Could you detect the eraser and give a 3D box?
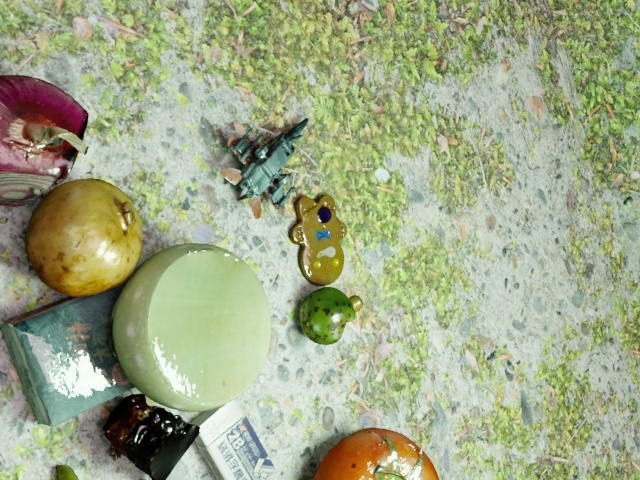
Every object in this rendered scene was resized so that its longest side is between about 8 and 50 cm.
[{"bbox_3d":[-0.205,0.479,1.882,0.124,0.068,0.210,-36,108,-30],"label":"eraser"}]

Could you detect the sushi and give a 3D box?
[{"bbox_3d":[-0.372,0.407,1.708,0.150,0.172,0.153,34,82,16],"label":"sushi"}]

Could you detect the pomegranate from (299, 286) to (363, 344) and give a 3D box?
[{"bbox_3d":[0.024,0.171,2.026,0.169,0.143,0.122,-39,114,-20],"label":"pomegranate"}]

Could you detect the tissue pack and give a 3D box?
[{"bbox_3d":[-0.465,0.217,1.685,0.316,0.103,0.228,-23,99,-37],"label":"tissue pack"}]

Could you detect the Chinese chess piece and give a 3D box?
[{"bbox_3d":[-0.264,0.180,1.697,0.349,0.146,0.349,8,79,-46],"label":"Chinese chess piece"}]

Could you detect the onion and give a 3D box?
[{"bbox_3d":[-0.592,-0.199,1.543,0.230,0.272,0.256,24,37,-28],"label":"onion"}]

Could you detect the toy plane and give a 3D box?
[{"bbox_3d":[-0.107,-0.207,1.980,0.326,0.104,0.223,-49,114,-29],"label":"toy plane"}]

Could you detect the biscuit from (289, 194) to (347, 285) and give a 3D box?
[{"bbox_3d":[0.000,0.000,2.091,0.180,0.039,0.236,-10,95,-38],"label":"biscuit"}]

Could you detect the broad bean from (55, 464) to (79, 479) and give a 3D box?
[{"bbox_3d":[-0.507,0.626,1.650,0.077,0.061,0.339,-8,91,-23],"label":"broad bean"}]

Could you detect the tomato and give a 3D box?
[{"bbox_3d":[0.117,0.631,1.996,0.341,0.273,0.341,8,72,-25],"label":"tomato"}]

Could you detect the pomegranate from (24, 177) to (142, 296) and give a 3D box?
[{"bbox_3d":[-0.463,-0.008,1.613,0.248,0.248,0.248,3,85,-37],"label":"pomegranate"}]
